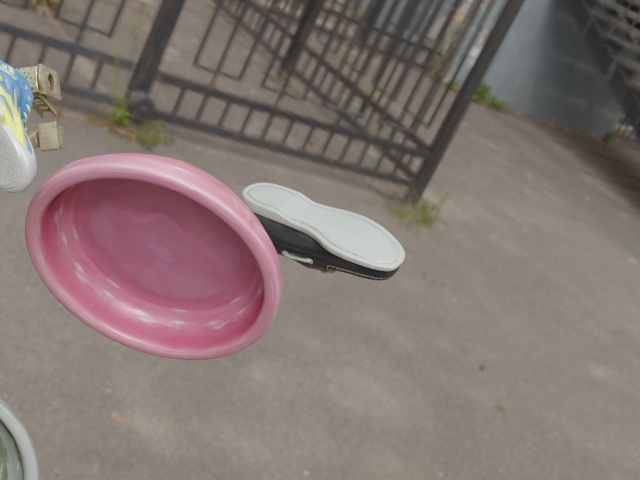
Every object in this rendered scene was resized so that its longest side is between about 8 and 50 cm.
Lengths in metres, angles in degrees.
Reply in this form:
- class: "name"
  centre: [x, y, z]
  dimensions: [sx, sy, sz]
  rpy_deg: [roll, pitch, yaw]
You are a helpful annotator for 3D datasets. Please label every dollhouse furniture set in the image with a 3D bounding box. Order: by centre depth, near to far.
- class: "dollhouse furniture set"
  centre: [-0.604, -0.246, 1.864]
  dimensions: [0.181, 0.161, 0.101]
  rpy_deg: [-6, -1, 6]

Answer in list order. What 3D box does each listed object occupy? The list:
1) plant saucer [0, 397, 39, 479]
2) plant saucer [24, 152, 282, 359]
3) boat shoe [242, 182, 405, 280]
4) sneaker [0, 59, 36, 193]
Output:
- class: "plant saucer"
  centre: [-0.628, 0.332, 1.453]
  dimensions: [0.400, 0.401, 0.100]
  rpy_deg: [20, 20, -19]
- class: "plant saucer"
  centre: [-0.203, 0.014, 1.218]
  dimensions: [0.332, 0.332, 0.084]
  rpy_deg: [25, 45, -5]
- class: "boat shoe"
  centre: [0.000, 0.000, 1.561]
  dimensions: [0.302, 0.091, 0.114]
  rpy_deg: [29, 39, 29]
- class: "sneaker"
  centre: [-0.378, -0.154, 1.156]
  dimensions: [0.240, 0.091, 0.126]
  rpy_deg: [53, 28, 20]
